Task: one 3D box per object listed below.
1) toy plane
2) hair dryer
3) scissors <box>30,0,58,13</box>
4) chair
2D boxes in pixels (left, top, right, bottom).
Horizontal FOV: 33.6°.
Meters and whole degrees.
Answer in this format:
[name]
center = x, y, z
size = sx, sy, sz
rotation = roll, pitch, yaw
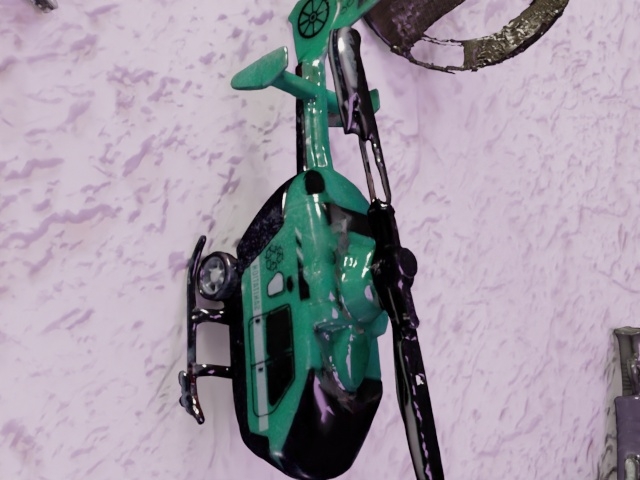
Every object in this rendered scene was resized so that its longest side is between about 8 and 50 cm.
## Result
[toy plane]
center = 0.000, 0.000, 0.686
size = 0.106, 0.155, 0.381
rotation = 19, 62, -44
[hair dryer]
center = 0.290, 0.254, 1.035
size = 0.301, 0.121, 0.361
rotation = 29, 60, -50
[scissors]
center = -0.184, -0.175, 0.580
size = 0.119, 0.014, 0.058
rotation = 53, 57, -29
[chair]
center = 0.133, -0.234, 0.815
size = 0.213, 0.149, 0.174
rotation = -42, 121, -31
